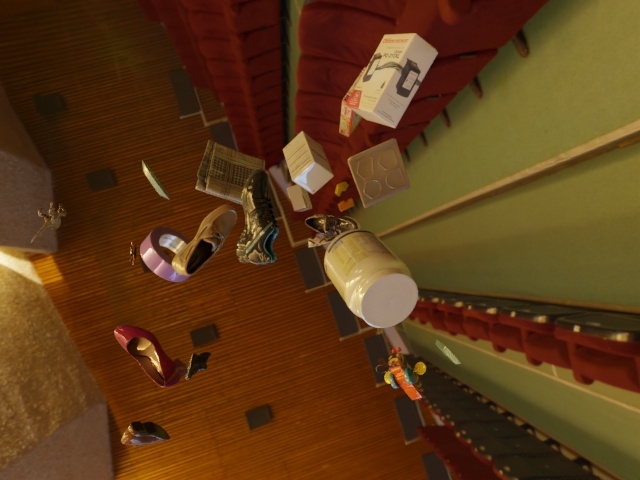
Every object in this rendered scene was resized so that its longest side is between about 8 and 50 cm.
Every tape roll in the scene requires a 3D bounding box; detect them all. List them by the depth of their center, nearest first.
[{"bbox_3d":[-0.712,0.065,2.113,0.275,0.090,0.275,40,-160,-18],"label":"tape roll"}]

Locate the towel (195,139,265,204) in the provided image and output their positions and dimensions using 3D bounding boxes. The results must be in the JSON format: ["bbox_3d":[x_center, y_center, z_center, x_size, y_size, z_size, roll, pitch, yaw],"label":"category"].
[{"bbox_3d":[-0.439,-0.335,2.203,0.056,0.324,0.312,-42,36,53],"label":"towel"}]

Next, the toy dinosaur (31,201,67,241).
[{"bbox_3d":[-0.950,-0.075,1.559,0.183,0.053,0.092,-71,-15,-50],"label":"toy dinosaur"}]

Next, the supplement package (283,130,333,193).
[{"bbox_3d":[-0.044,-0.267,1.514,0.105,0.105,0.179,30,-150,-42],"label":"supplement package"}]

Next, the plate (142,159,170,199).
[{"bbox_3d":[-0.670,-0.238,1.787,0.188,0.024,0.188,54,171,13],"label":"plate"}]

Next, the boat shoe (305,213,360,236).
[{"bbox_3d":[0.048,-0.062,1.937,0.285,0.092,0.103,16,107,43],"label":"boat shoe"}]

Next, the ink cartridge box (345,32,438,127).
[{"bbox_3d":[0.201,-0.464,1.277,0.100,0.237,0.172,25,-170,-31],"label":"ink cartridge box"}]

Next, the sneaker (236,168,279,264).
[{"bbox_3d":[-0.202,-0.081,1.574,0.125,0.139,0.341,-9,-75,-65],"label":"sneaker"}]

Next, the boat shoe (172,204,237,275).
[{"bbox_3d":[-0.427,0.003,1.726,0.110,0.341,0.121,9,148,48],"label":"boat shoe"}]

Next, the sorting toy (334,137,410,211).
[{"bbox_3d":[0.191,-0.248,1.761,0.041,0.307,0.229,-125,11,-65],"label":"sorting toy"}]

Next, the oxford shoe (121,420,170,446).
[{"bbox_3d":[-0.623,0.698,1.577,0.076,0.076,0.212,36,173,35],"label":"oxford shoe"}]

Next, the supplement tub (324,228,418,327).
[{"bbox_3d":[0.165,0.122,1.503,0.325,0.235,0.235,-126,19,-59],"label":"supplement tub"}]

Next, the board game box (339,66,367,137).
[{"bbox_3d":[0.120,-0.456,1.477,0.045,0.147,0.193,30,166,8],"label":"board game box"}]

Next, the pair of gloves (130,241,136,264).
[{"bbox_3d":[-0.710,0.050,1.680,0.083,0.010,0.074,125,144,-68],"label":"pair of gloves"}]

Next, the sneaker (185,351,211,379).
[{"bbox_3d":[-0.564,0.581,2.047,0.051,0.089,0.170,-51,23,27],"label":"sneaker"}]

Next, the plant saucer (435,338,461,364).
[{"bbox_3d":[0.397,0.350,1.391,0.067,0.018,0.192,47,180,10],"label":"plant saucer"}]

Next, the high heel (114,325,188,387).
[{"bbox_3d":[-0.743,0.480,1.862,0.127,0.377,0.181,-63,-7,3],"label":"high heel"}]

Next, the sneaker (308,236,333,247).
[{"bbox_3d":[0.000,0.000,1.854,0.040,0.109,0.044,140,118,-79],"label":"sneaker"}]

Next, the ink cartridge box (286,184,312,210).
[{"bbox_3d":[-0.083,-0.170,1.787,0.135,0.056,0.099,-9,-98,-81],"label":"ink cartridge box"}]

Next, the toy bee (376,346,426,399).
[{"bbox_3d":[0.363,0.556,1.933,0.162,0.195,0.298,-79,-25,-47],"label":"toy bee"}]
